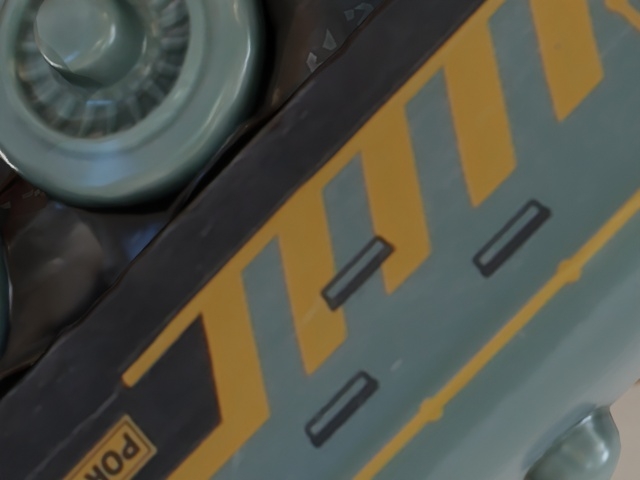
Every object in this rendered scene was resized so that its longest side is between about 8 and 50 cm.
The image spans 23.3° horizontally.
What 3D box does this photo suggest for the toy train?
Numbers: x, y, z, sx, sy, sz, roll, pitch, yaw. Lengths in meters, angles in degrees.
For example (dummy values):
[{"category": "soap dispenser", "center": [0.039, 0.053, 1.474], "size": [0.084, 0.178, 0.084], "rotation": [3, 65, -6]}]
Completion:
[{"category": "toy train", "center": [0.000, 0.000, 0.398], "size": [0.334, 0.190, 0.142], "rotation": [-45, 162, 5]}]
